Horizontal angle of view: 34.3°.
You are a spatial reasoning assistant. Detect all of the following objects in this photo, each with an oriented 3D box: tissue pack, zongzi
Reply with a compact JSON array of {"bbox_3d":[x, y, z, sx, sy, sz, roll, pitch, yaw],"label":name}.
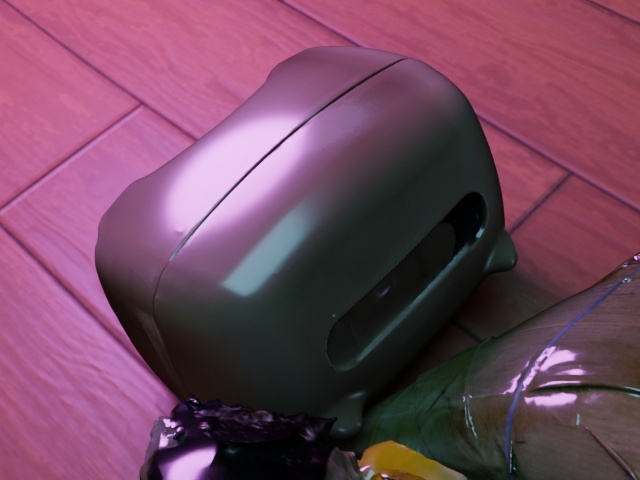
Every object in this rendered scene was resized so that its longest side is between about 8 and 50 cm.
[{"bbox_3d":[0.000,0.000,1.014,0.276,0.267,0.387,24,56,40],"label":"tissue pack"},{"bbox_3d":[0.231,0.114,0.991,0.393,0.174,0.356,3,38,40],"label":"zongzi"}]

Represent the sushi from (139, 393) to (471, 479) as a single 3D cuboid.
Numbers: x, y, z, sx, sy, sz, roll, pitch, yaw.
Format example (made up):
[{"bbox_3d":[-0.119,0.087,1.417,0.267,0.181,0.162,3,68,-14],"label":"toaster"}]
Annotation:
[{"bbox_3d":[-0.006,0.295,0.777,0.285,0.329,0.328,6,91,0],"label":"sushi"}]
